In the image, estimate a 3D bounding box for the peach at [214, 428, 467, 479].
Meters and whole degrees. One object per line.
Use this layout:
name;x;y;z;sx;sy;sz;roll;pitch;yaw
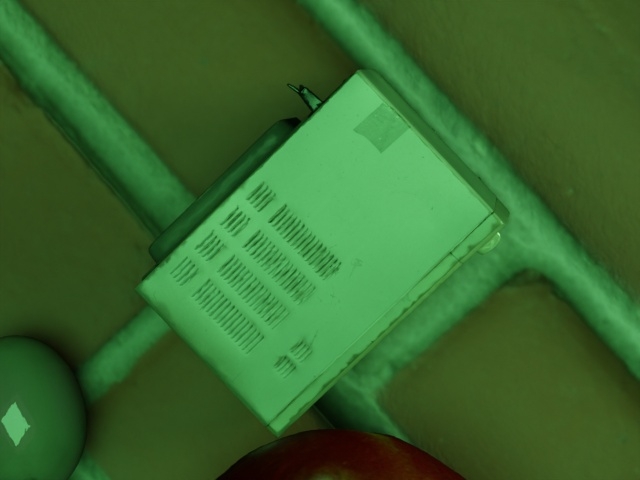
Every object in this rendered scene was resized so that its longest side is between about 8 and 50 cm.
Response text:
peach;0.069;0.272;1.281;0.201;0.258;0.361;-43;48;-12

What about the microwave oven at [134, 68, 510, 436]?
microwave oven;0.000;0.000;1.341;0.240;0.145;0.194;-44;86;10

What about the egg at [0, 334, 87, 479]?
egg;-0.244;0.144;1.408;0.103;0.103;0.135;-8;91;9
